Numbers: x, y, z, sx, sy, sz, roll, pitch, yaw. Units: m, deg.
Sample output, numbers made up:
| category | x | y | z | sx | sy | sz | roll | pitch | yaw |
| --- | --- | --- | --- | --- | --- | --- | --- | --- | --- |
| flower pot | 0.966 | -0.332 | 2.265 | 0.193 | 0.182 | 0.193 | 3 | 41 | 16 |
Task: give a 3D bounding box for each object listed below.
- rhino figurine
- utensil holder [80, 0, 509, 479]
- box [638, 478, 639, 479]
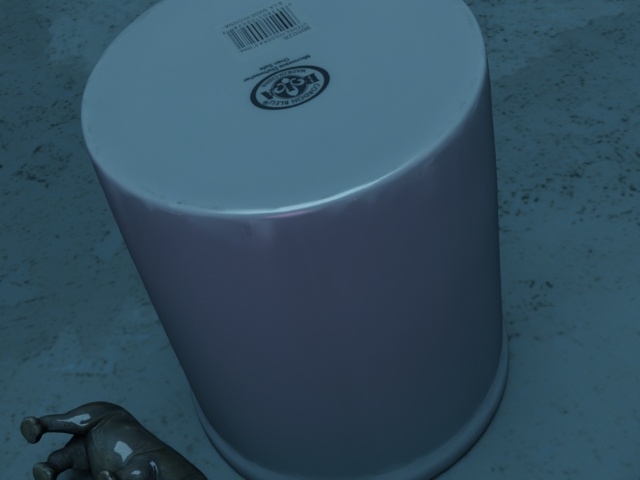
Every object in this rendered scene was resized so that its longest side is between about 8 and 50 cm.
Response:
| category | x | y | z | sx | sy | sz | roll | pitch | yaw |
| --- | --- | --- | --- | --- | --- | --- | --- | --- | --- |
| rhino figurine | -0.160 | 0.224 | 0.815 | 0.243 | 0.073 | 0.106 | 26 | 21 | 29 |
| utensil holder | 0.000 | 0.000 | 0.782 | 0.327 | 0.385 | 0.328 | -6 | 49 | 6 |
| box | 0.308 | 0.206 | 0.653 | 0.153 | 0.207 | 0.108 | -40 | 53 | -21 |
